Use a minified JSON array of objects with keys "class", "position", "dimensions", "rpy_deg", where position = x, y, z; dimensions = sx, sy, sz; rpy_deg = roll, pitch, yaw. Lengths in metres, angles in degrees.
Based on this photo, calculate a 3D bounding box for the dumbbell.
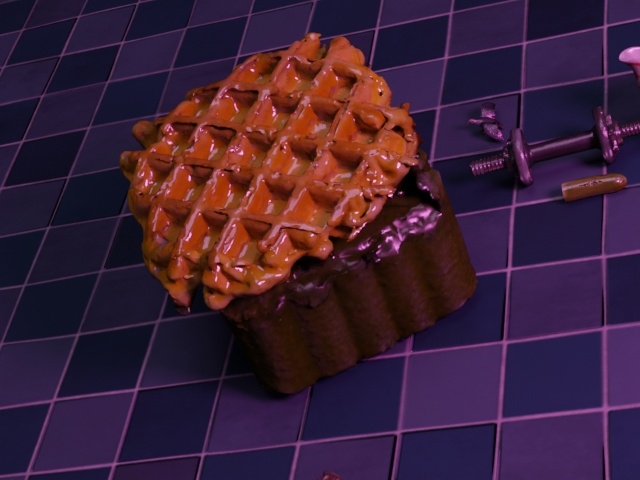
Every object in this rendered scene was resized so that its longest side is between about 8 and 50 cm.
[{"class":"dumbbell","position":[0.324,-0.125,1.964],"dimensions":[0.254,0.081,0.081],"rpy_deg":[-14,39,13]}]

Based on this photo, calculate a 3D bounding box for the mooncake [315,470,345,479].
[{"class":"mooncake","position":[0.002,0.325,1.616],"dimensions":[0.130,0.073,0.125],"rpy_deg":[-36,41,-12]}]

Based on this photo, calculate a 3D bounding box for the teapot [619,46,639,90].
[{"class":"teapot","position":[0.513,-0.196,1.918],"dimensions":[0.246,0.116,0.159],"rpy_deg":[-3,22,3]}]

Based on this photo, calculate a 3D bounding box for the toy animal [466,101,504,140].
[{"class":"toy animal","position":[0.235,-0.168,2.100],"dimensions":[0.050,0.028,0.084],"rpy_deg":[-16,41,9]}]

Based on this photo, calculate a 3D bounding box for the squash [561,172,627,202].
[{"class":"squash","position":[0.359,-0.071,1.923],"dimensions":[0.083,0.027,0.027],"rpy_deg":[-12,40,13]}]

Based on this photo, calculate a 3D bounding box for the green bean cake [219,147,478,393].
[{"class":"green bean cake","position":[0.000,0.000,1.881],"dimensions":[0.319,0.218,0.335],"rpy_deg":[-28,36,-5]}]

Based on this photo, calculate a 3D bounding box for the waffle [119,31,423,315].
[{"class":"waffle","position":[-0.069,-0.097,1.812],"dimensions":[0.380,0.095,0.382],"rpy_deg":[-30,45,2]}]
